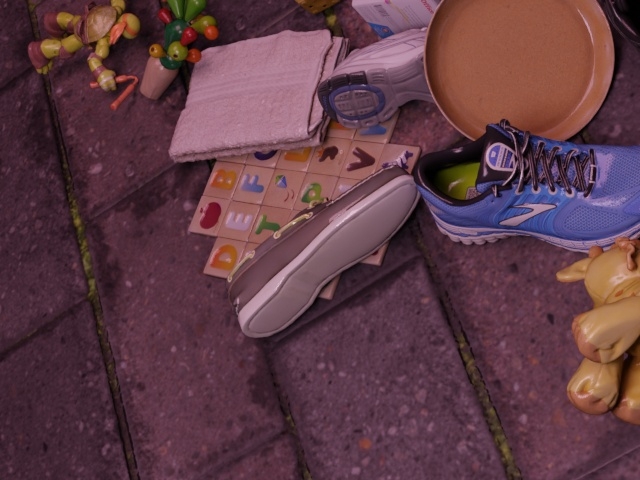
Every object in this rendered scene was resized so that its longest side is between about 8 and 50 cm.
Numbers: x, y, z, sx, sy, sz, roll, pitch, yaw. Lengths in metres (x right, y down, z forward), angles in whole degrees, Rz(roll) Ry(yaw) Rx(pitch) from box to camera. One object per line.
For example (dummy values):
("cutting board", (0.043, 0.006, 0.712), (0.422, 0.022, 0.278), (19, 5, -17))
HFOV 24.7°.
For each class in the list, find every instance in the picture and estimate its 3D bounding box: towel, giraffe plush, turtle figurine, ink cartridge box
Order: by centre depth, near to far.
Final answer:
("giraffe plush", (0.340, 0.074, 1.595), (0.170, 0.181, 0.210), (-113, 38, -62))
("ink cartridge box", (0.120, -0.325, 1.995), (0.122, 0.088, 0.052), (-1, 64, 34))
("towel", (-0.093, -0.207, 2.095), (0.282, 0.049, 0.187), (-6, 58, 36))
("turtle figurine", (-0.366, -0.324, 2.336), (0.217, 0.087, 0.269), (-6, 64, 33))

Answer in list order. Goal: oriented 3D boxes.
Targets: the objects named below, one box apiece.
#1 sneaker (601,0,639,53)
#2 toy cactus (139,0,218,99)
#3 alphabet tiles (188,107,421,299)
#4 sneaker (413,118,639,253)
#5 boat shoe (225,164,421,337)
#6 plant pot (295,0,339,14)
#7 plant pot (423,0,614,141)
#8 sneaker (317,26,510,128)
("sneaker", (0.387, -0.308, 1.770), (0.098, 0.135, 0.276), (-36, 50, 17))
("toy cactus", (-0.229, -0.298, 2.207), (0.180, 0.112, 0.219), (-59, 26, 24))
("alphabet tiles", (-0.028, -0.067, 2.016), (0.343, 0.011, 0.285), (10, 73, 38))
("sneaker", (0.254, -0.065, 1.727), (0.330, 0.147, 0.129), (-4, 64, 32))
("boat shoe", (-0.003, -0.001, 1.885), (0.305, 0.109, 0.091), (-41, 55, 15))
("plant pot", (-0.011, -0.379, 2.125), (0.081, 0.081, 0.083), (-23, 65, 23))
("plant pot", (0.244, -0.227, 1.813), (0.236, 0.032, 0.236), (0, 91, -3))
("sneaker", (0.141, -0.238, 1.927), (0.297, 0.111, 0.129), (-5, 40, 24))
